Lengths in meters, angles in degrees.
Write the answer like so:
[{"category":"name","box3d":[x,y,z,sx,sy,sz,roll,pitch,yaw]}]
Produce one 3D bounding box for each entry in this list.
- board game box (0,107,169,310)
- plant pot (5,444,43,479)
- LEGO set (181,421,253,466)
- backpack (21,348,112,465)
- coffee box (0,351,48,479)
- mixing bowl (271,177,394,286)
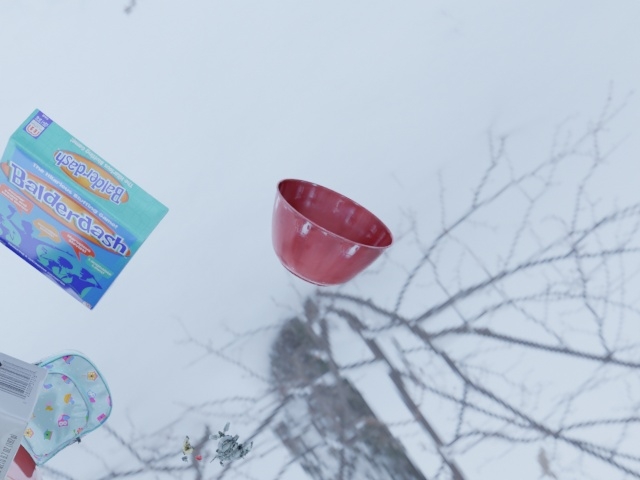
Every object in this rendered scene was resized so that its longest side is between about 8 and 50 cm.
[{"category":"board game box","box3d":[-0.259,-0.024,1.138,0.047,0.160,0.210,-56,-173,-34]},{"category":"plant pot","box3d":[-0.465,0.369,1.412,0.275,0.275,0.243,-22,-174,-23]},{"category":"LEGO set","box3d":[-0.111,0.231,1.228,0.083,0.023,0.054,-18,117,-17]},{"category":"backpack","box3d":[-0.460,0.282,1.950,0.188,0.166,0.144,-33,-176,-19]},{"category":"coffee box","box3d":[-0.419,0.151,0.992,0.297,0.119,0.168,23,104,-11]},{"category":"mixing bowl","box3d":[0.000,0.000,1.556,0.181,0.181,0.098,5,119,-49]}]
